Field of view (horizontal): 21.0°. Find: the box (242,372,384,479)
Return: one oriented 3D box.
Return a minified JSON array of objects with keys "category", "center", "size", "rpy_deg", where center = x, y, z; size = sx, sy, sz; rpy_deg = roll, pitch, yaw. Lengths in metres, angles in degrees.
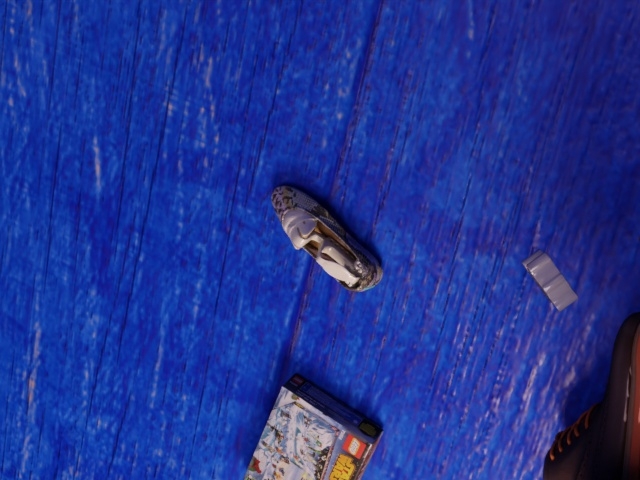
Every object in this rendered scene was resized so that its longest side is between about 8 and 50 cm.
[{"category":"box","center":[-0.010,0.193,1.508],"size":[0.094,0.027,0.137],"rpy_deg":[33,127,13]}]

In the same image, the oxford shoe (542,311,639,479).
[{"category":"oxford shoe","center":[0.216,0.164,1.321],"size":[0.098,0.097,0.271],"rpy_deg":[21,124,28]}]

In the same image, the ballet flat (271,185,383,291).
[{"category":"ballet flat","center":[0.000,0.000,1.390],"size":[0.114,0.041,0.041],"rpy_deg":[41,128,5]}]

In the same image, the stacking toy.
[{"category":"stacking toy","center":[0.267,0.046,1.198],"size":[0.167,0.052,0.221],"rpy_deg":[-37,95,3]}]
